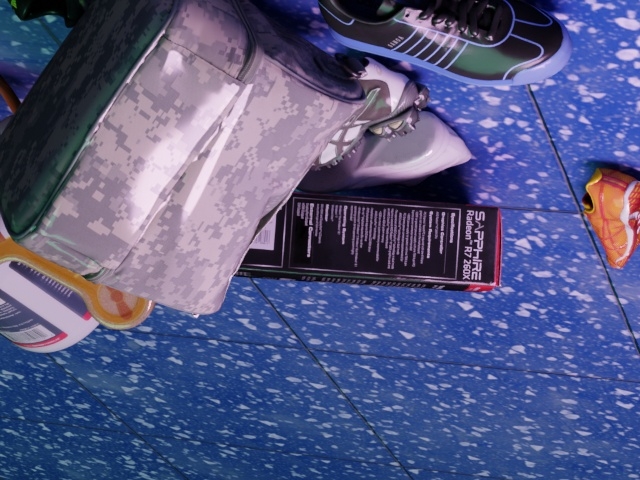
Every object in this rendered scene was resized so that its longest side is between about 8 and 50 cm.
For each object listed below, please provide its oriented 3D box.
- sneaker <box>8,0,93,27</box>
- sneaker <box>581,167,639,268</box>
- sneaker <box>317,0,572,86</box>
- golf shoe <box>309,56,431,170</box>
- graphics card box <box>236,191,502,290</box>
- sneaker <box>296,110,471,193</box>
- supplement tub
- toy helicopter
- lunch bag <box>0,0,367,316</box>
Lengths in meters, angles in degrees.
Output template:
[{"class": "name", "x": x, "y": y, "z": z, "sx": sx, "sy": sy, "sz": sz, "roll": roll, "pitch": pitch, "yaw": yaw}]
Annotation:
[{"class": "sneaker", "x": -0.290, "y": -0.251, "z": 1.745, "sx": 0.170, "sy": 0.075, "sz": 0.063, "roll": 18, "pitch": 157, "yaw": -8}, {"class": "sneaker", "x": 0.314, "y": -0.028, "z": 1.952, "sx": 0.067, "sy": 0.064, "sz": 0.175, "roll": 27, "pitch": 158, "yaw": 23}, {"class": "sneaker", "x": 0.107, "y": -0.197, "z": 1.631, "sx": 0.232, "sy": 0.081, "sz": 0.090, "roll": 10, "pitch": 164, "yaw": 13}, {"class": "golf shoe", "x": 0.019, "y": -0.136, "z": 1.853, "sx": 0.094, "sy": 0.077, "sz": 0.198, "roll": 39, "pitch": 142, "yaw": -24}, {"class": "graphics card box", "x": 0.000, "y": 0.000, "z": 1.978, "sx": 0.371, "sy": 0.094, "sz": 0.233, "roll": 3, "pitch": 178, "yaw": -1}, {"class": "sneaker", "x": 0.060, "y": -0.081, "z": 1.946, "sx": 0.212, "sy": 0.080, "sz": 0.094, "roll": -6, "pitch": 162, "yaw": 37}, {"class": "supplement tub", "x": -0.389, "y": 0.005, "z": 2.245, "sx": 0.191, "sy": 0.191, "sz": 0.272, "roll": -1, "pitch": 153, "yaw": 33}, {"class": "toy helicopter", "x": -0.328, "y": -0.029, "z": 2.019, "sx": 0.355, "sy": 0.235, "sz": 0.140, "roll": 31, "pitch": -172, "yaw": -5}, {"class": "lunch bag", "x": -0.130, "y": -0.091, "z": 1.724, "sx": 0.256, "sy": 0.305, "sz": 0.212, "roll": 28, "pitch": -162, "yaw": -27}]
